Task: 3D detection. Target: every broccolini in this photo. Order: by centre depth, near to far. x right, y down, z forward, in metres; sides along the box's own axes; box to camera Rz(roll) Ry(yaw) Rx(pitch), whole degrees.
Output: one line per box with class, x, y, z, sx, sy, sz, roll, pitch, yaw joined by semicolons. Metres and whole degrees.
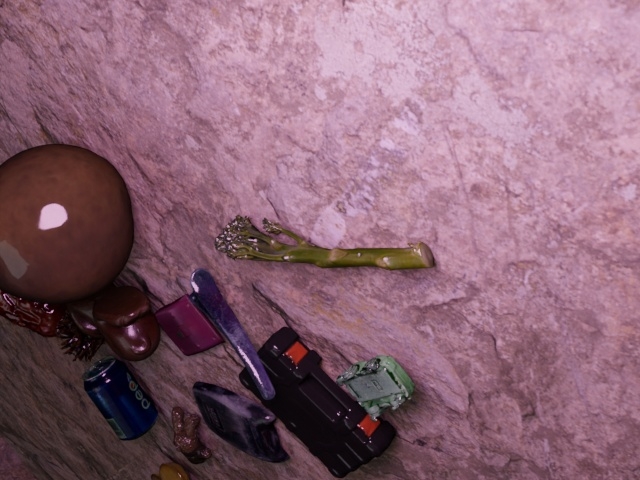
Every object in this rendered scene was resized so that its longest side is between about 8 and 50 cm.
broccolini;-0.003;0.000;1.208;0.392;0.079;0.073;0;113;35

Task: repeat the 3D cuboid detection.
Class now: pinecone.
pinecone;-0.555;0.213;1.859;0.121;0.140;0.140;35;145;-10

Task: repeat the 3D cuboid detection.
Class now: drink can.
drink can;-0.501;0.394;1.990;0.118;0.118;0.204;-7;118;47

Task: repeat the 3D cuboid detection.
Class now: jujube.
jujube;-0.702;0.141;1.932;0.230;0.155;0.155;33;142;7

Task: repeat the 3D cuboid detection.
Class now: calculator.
calculator;-0.278;0.182;1.649;0.126;0.034;0.190;51;144;-8
calculator;-0.187;0.397;1.757;0.268;0.040;0.177;14;130;42

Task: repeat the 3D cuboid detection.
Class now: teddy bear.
teddy bear;-0.321;0.490;1.935;0.119;0.078;0.160;9;129;34

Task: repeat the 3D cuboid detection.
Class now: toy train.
toy train;0.092;0.230;1.301;0.099;0.081;0.149;50;137;-4

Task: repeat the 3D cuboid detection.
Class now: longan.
longan;-0.481;-0.026;1.439;0.297;0.297;0.297;26;138;26

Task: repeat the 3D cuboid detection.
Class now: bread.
bread;-0.398;0.664;2.189;0.188;0.065;0.149;1;113;47

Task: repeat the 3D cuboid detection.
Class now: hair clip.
hair clip;-0.163;0.173;1.448;0.275;0.048;0.083;53;145;27

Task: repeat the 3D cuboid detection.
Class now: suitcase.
suitcase;-0.013;0.303;1.473;0.285;0.066;0.206;44;144;5

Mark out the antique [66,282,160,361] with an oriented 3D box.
antique;-0.440;0.173;1.716;0.257;0.121;0.143;14;127;40
